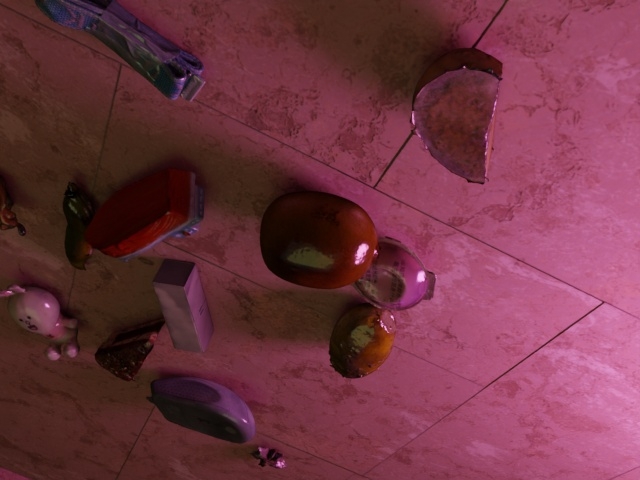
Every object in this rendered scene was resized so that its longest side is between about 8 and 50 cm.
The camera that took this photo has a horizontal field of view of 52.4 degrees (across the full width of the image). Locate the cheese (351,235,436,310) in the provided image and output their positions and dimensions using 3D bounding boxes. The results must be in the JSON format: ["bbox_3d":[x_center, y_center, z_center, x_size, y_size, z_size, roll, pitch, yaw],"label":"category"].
[{"bbox_3d":[0.105,0.064,1.379,0.286,0.074,0.189,13,124,22],"label":"cheese"}]

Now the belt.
[{"bbox_3d":[-0.333,-0.342,1.099,0.302,0.087,0.072,34,131,-17],"label":"belt"}]

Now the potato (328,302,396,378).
[{"bbox_3d":[0.097,0.241,1.543,0.149,0.113,0.251,20,138,-4],"label":"potato"}]

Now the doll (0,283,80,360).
[{"bbox_3d":[-0.773,0.211,1.806,0.154,0.113,0.275,-18,120,21],"label":"doll"}]

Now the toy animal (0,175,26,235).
[{"bbox_3d":[-0.817,-0.119,1.486,0.312,0.097,0.158,10,131,6],"label":"toy animal"}]

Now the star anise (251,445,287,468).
[{"bbox_3d":[-0.182,0.718,2.168,0.124,0.056,0.129,-4,134,22],"label":"star anise"}]

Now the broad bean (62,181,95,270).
[{"bbox_3d":[-0.563,-0.023,1.522,0.077,0.061,0.339,25,136,3],"label":"broad bean"}]

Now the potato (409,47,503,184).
[{"bbox_3d":[0.220,-0.210,1.050,0.138,0.098,0.243,9,143,14],"label":"potato"}]

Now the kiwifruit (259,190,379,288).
[{"bbox_3d":[0.000,0.000,1.271,0.234,0.196,0.196,9,137,13],"label":"kiwifruit"}]

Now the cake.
[{"bbox_3d":[-0.526,0.277,1.785,0.135,0.112,0.246,29,136,-8],"label":"cake"}]

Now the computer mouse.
[{"bbox_3d":[-0.350,0.491,1.944,0.370,0.122,0.188,10,134,18],"label":"computer mouse"}]

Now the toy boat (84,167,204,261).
[{"bbox_3d":[-0.372,-0.040,1.398,0.331,0.145,0.133,-20,153,34],"label":"toy boat"}]

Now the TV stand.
[{"bbox_3d":[-0.340,0.169,1.635,0.088,0.083,0.269,9,137,11],"label":"TV stand"}]
